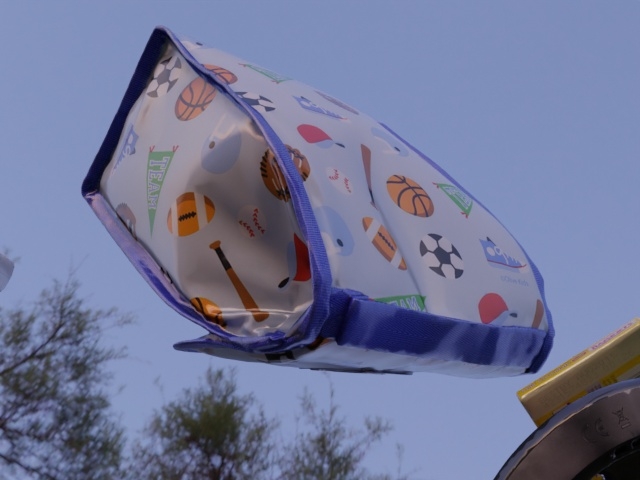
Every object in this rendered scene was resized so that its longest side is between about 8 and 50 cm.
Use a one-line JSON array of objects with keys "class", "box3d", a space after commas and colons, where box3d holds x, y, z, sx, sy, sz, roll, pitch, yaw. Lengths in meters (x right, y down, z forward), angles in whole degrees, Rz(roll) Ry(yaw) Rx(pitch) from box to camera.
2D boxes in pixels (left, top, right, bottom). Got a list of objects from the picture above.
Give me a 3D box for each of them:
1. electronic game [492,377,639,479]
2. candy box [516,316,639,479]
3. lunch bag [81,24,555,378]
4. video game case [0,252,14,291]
[{"class": "electronic game", "box3d": [0.193, 0.194, 0.570, 0.229, 0.048, 0.229, -5, -73, -17]}, {"class": "candy box", "box3d": [0.238, 0.168, 0.640, 0.105, 0.027, 0.206, -33, -89, 6]}, {"class": "lunch bag", "box3d": [0.000, 0.000, 0.872, 0.327, 0.385, 0.239, 12, -69, -43]}, {"class": "video game case", "box3d": [-0.274, -0.037, 0.444, 0.183, 0.201, 0.023, 18, -107, 15]}]
